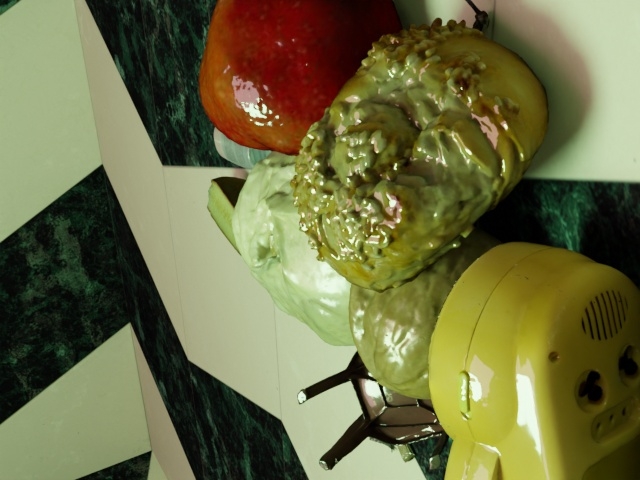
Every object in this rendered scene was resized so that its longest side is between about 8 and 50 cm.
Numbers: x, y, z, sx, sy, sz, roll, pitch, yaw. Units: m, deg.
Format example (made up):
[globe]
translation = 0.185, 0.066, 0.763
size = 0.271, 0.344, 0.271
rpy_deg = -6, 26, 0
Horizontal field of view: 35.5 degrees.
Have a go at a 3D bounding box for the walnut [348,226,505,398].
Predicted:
[walnut]
translation = 0.135, 0.081, 1.191
size = 0.228, 0.228, 0.228
rpy_deg = 49, 149, 45

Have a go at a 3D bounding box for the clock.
[clock]
translation = 0.236, 0.161, 1.014
size = 0.200, 0.244, 0.316
rpy_deg = 7, 110, 46

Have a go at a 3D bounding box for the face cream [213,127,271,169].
[face cream]
translation = -0.145, -0.178, 1.892
size = 0.198, 0.057, 0.084
rpy_deg = -149, 46, -61

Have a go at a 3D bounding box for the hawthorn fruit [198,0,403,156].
[hawthorn fruit]
translation = -0.015, -0.255, 1.275
size = 0.265, 0.265, 0.307
rpy_deg = -161, 73, -63

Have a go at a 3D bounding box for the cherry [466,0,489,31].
[cherry]
translation = 0.112, -0.323, 1.134
size = 0.107, 0.090, 0.225
rpy_deg = -27, 90, 56

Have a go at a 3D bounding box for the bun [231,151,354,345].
[bun]
translation = 0.000, 0.000, 1.470
size = 0.361, 0.213, 0.361
rpy_deg = 46, 144, 49

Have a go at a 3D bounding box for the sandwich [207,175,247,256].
[sandwich]
translation = -0.140, -0.043, 1.933
size = 0.258, 0.096, 0.094
rpy_deg = 49, 143, 47

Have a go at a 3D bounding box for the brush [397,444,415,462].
[brush]
translation = 0.115, 0.293, 1.689
size = 0.043, 0.014, 0.169
rpy_deg = 112, 137, -61

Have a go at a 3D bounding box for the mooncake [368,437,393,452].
[mooncake]
translation = 0.039, 0.205, 1.744
size = 0.150, 0.057, 0.346
rpy_deg = -150, 42, -77

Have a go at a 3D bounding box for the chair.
[chair]
translation = 0.117, 0.222, 1.498
size = 0.326, 0.183, 0.175
rpy_deg = -25, -81, -67

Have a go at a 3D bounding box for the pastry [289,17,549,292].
[pastry]
translation = 0.089, -0.098, 1.074
size = 0.162, 0.311, 0.255
rpy_deg = 33, -167, -39
